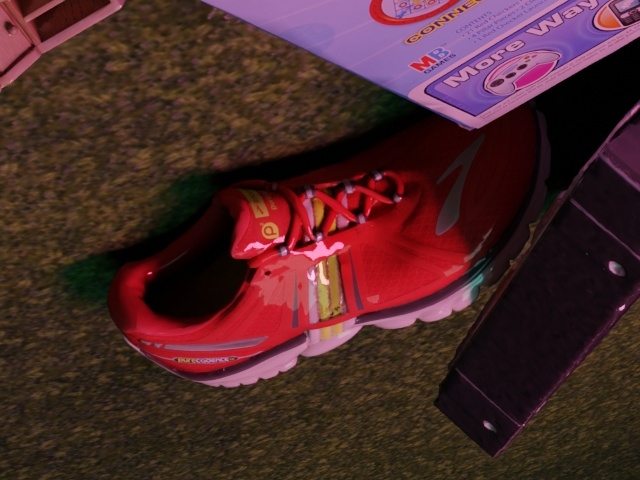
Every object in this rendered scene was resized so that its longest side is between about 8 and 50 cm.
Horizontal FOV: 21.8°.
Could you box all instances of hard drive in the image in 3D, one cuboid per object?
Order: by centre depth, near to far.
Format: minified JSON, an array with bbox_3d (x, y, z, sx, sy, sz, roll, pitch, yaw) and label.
[{"bbox_3d":[0.188,-0.025,0.929,0.237,0.064,0.339,-44,170,-24],"label":"hard drive"}]

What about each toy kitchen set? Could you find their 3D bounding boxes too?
[{"bbox_3d":[-0.131,-0.090,0.645,0.075,0.083,0.068,-26,116,18],"label":"toy kitchen set"}]

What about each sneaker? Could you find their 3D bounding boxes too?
[{"bbox_3d":[0.000,0.000,0.926,0.279,0.107,0.118,-31,145,21],"label":"sneaker"}]

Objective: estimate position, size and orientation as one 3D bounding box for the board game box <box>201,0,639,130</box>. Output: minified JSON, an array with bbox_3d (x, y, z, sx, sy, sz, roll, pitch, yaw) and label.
[{"bbox_3d":[0.097,-0.177,0.590,0.308,0.086,0.302,-29,156,25],"label":"board game box"}]
